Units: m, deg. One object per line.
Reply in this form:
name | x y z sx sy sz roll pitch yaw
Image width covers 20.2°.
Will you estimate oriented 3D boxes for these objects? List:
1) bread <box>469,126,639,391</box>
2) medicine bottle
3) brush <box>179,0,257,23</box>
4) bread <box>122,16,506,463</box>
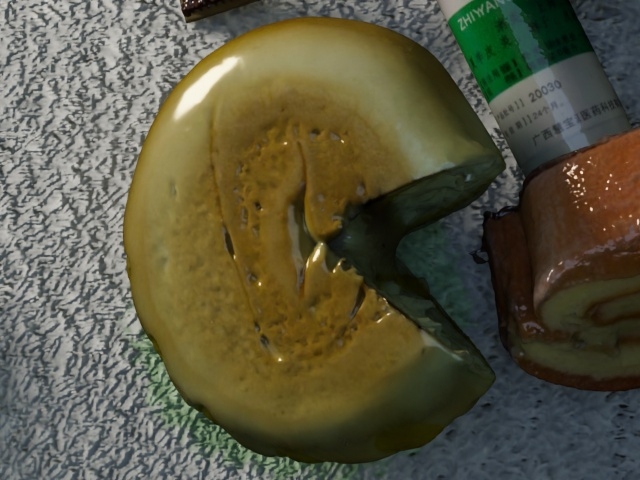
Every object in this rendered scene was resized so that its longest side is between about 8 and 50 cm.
bread | 0.236 0.016 1.329 0.244 0.190 0.123 -18 46 12
medicine bottle | 0.150 -0.166 1.392 0.095 0.095 0.260 -27 83 1
brush | -0.006 -0.220 1.393 0.248 0.036 0.043 -13 86 24
bread | 0.000 0.000 1.347 0.333 0.160 0.333 0 89 22
